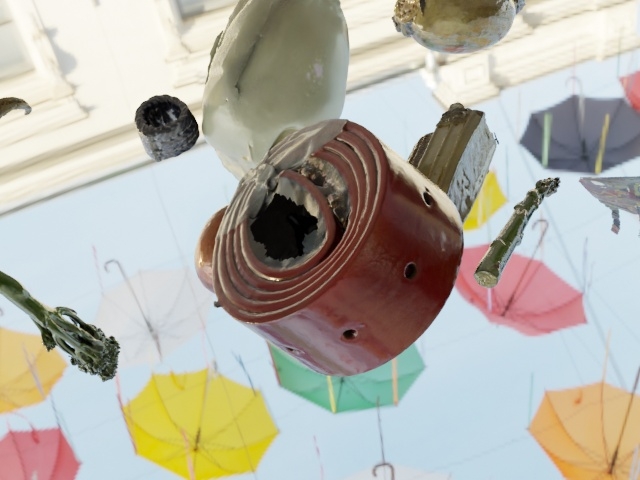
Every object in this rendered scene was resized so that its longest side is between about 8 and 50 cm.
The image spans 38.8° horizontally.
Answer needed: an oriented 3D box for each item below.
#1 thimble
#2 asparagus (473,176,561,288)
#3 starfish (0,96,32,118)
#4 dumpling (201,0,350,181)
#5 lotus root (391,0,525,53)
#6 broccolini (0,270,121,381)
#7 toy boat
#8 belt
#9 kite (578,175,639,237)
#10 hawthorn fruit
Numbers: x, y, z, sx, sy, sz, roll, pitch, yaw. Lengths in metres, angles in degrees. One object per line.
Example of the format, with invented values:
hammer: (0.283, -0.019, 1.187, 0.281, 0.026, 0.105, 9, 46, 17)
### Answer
thimble: (-0.242, -0.181, 1.428, 0.095, 0.066, 0.104, -13, -135, 5)
asparagus: (0.188, -0.017, 0.848, 0.024, 0.025, 0.248, 3, -155, 27)
starfish: (-0.458, -0.149, 1.107, 0.190, 0.074, 0.146, 16, -97, 15)
dumpling: (-0.098, -0.279, 1.446, 0.233, 0.395, 0.315, 5, -164, -44)
lotus root: (0.286, -0.451, 1.746, 0.310, 0.183, 0.183, -8, -145, -35)
broccolini: (-0.429, 0.084, 1.264, 0.074, 0.392, 0.079, -41, -145, 6)
toy boat: (0.167, -0.087, 1.297, 0.115, 0.089, 0.310, -4, -139, 34)
belt: (0.000, 0.000, 0.896, 0.227, 0.115, 0.324, -53, -153, -1)
kite: (0.391, -0.037, 1.105, 0.141, 0.245, 0.015, 10, -101, 21)
hawthorn fruit: (-0.127, 0.023, 1.530, 0.173, 0.173, 0.173, -7, -138, 6)
